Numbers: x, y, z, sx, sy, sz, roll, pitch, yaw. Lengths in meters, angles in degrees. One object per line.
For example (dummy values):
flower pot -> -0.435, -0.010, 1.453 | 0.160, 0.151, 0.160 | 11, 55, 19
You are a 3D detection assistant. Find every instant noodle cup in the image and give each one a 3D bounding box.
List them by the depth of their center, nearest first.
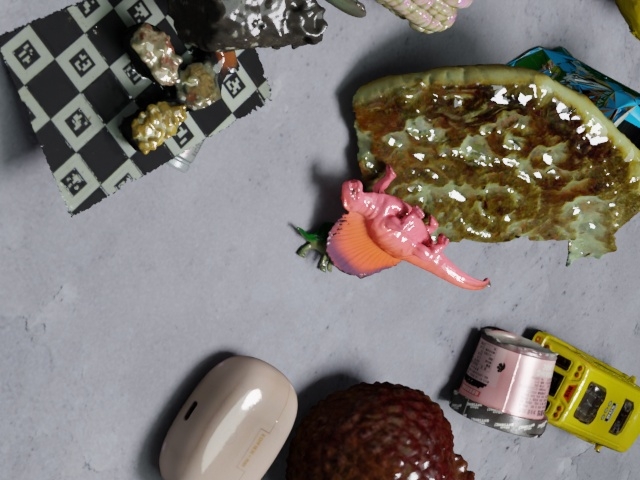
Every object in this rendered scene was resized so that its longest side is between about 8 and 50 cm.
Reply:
instant noodle cup -> 0.360, -0.141, 1.949 | 0.240, 0.178, 0.240 | -25, 129, -35

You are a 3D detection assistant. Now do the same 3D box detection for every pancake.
pancake -> 0.233, -0.096, 1.790 | 0.427, 0.066, 0.304 | 4, 132, -10

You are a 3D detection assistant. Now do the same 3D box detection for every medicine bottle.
medicine bottle -> -0.149, -0.126, 1.505 | 0.058, 0.058, 0.091 | 27, 92, -51

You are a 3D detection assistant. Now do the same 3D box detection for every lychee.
lychee -> 0.081, 0.324, 1.883 | 0.261, 0.261, 0.260 | -26, 130, -35

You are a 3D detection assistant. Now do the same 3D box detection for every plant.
plant -> -0.048, -0.262, 1.394 | 0.203, 0.131, 0.142 | -12, 109, -24

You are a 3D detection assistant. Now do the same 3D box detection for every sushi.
sushi -> -0.167, -0.168, 1.414 | 0.280, 0.043, 0.192 | -31, 109, -32

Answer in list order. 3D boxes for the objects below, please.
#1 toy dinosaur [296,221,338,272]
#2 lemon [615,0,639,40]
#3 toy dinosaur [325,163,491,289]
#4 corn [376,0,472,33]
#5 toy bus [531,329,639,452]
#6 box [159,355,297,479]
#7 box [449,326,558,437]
toy dinosaur -> 0.000, 0.000, 1.776 | 0.120, 0.029, 0.060 | 39, 69, -46
lemon -> 0.529, -0.374, 1.922 | 0.310, 0.258, 0.257 | 2, 111, -60
toy dinosaur -> 0.096, 0.020, 1.779 | 0.139, 0.070, 0.286 | -37, 128, 11
corn -> 0.060, -0.341, 1.550 | 0.335, 0.127, 0.126 | 24, 95, -51
toy bus -> 0.439, 0.264, 2.304 | 0.331, 0.151, 0.145 | 26, 90, -50
box -> -0.114, 0.241, 1.738 | 0.146, 0.088, 0.200 | 37, 85, -42
box -> 0.285, 0.212, 2.115 | 0.151, 0.151, 0.135 | 9, 99, -49
